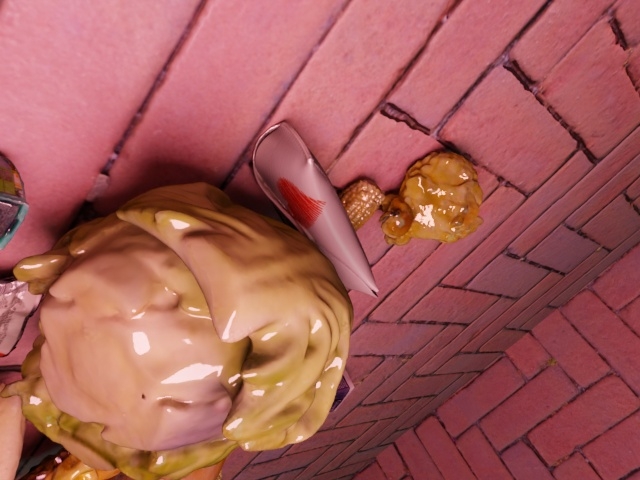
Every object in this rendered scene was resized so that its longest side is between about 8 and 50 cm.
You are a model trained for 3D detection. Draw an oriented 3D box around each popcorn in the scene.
[{"bbox_3d":[0.202,-0.075,0.896,0.195,0.173,0.169,-8,106,7],"label":"popcorn"}]

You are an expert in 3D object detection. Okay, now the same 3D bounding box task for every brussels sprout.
[{"bbox_3d":[-0.157,0.102,0.645,0.425,0.343,0.361,-17,-172,28],"label":"brussels sprout"}]

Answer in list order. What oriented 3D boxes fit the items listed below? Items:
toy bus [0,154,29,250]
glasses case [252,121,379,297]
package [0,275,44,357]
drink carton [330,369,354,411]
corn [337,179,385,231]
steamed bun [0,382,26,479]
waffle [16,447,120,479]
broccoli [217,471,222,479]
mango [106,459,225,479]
[{"bbox_3d":[-0.417,-0.067,0.432,0.091,0.109,0.261,-44,143,19],"label":"toy bus"},{"bbox_3d":[-0.003,-0.021,0.732,0.083,0.128,0.308,-36,126,-9],"label":"glasses case"},{"bbox_3d":[-0.479,0.096,0.653,0.166,0.040,0.232,15,132,-44],"label":"package"},{"bbox_3d":[-0.033,0.443,1.386,0.222,0.102,0.134,-2,138,-37],"label":"drink carton"},{"bbox_3d":[0.000,0.000,0.877,0.288,0.086,0.086,-45,144,14],"label":"corn"},{"bbox_3d":[-0.548,0.277,0.557,0.230,0.325,0.372,-39,144,19],"label":"steamed bun"},{"bbox_3d":[-0.470,0.421,0.877,0.379,0.095,0.382,-32,180,-24],"label":"waffle"},{"bbox_3d":[-0.369,0.617,1.202,0.247,0.243,0.263,-48,147,17],"label":"broccoli"},{"bbox_3d":[-0.322,0.492,1.035,0.384,0.221,0.199,-36,121,-37],"label":"mango"}]
